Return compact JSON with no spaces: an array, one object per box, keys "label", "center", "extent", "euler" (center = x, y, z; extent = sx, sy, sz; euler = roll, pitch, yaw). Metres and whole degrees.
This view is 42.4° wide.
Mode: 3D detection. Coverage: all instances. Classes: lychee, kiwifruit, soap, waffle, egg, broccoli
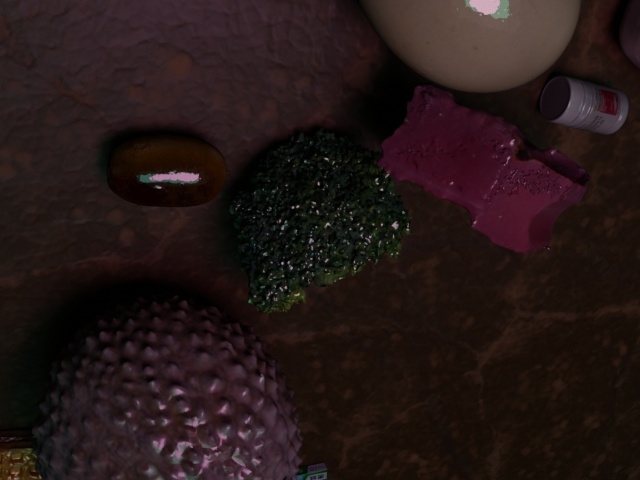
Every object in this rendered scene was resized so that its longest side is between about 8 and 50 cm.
[{"label":"lychee","center":[-0.164,0.207,0.898],"extent":[0.300,0.300,0.300],"euler":[-10,122,-16]},{"label":"kiwifruit","center":[-0.157,-0.072,0.855],"extent":[0.124,0.075,0.075],"euler":[-1,119,-16]},{"label":"soap","center":[0.196,-0.073,0.920],"extent":[0.112,0.182,0.289],"euler":[-58,160,13]},{"label":"waffle","center":[-0.402,0.275,0.981],"extent":[0.148,0.042,0.102],"euler":[2,116,-23]},{"label":"egg","center":[0.135,-0.250,0.793],"extent":[0.254,0.188,0.188],"euler":[29,106,-28]},{"label":"broccoli","center":[0.000,0.000,0.921],"extent":[0.219,0.194,0.194],"euler":[-51,127,-18]}]

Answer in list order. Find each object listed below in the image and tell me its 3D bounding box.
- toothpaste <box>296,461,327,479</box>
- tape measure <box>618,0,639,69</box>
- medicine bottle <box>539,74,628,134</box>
[{"label":"toothpaste","center":[-0.032,0.337,1.180],"extent":[0.083,0.017,0.020],"euler":[-6,120,-18]},{"label":"tape measure","center":[0.495,-0.279,0.960],"extent":[0.265,0.130,0.258],"euler":[26,104,-26]},{"label":"medicine bottle","center":[0.318,-0.163,0.996],"extent":[0.091,0.058,0.058],"euler":[7,116,-25]}]
